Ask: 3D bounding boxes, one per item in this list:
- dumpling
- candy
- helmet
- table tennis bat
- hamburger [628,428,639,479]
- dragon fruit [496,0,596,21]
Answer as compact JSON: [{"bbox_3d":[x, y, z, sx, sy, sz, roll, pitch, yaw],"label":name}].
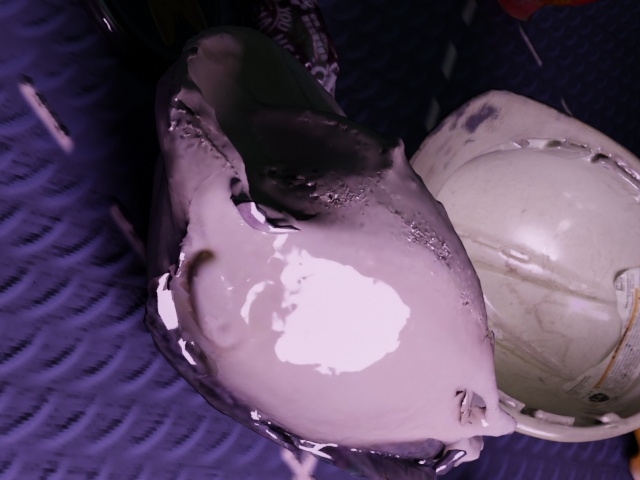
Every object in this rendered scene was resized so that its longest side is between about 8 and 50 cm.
[{"bbox_3d":[-0.010,0.014,0.900,0.293,0.163,0.204,45,1,-37],"label":"dumpling"},{"bbox_3d":[-0.019,-0.139,1.077,0.094,0.051,0.226,0,71,-65],"label":"candy"},{"bbox_3d":[0.125,0.019,1.140,0.257,0.137,0.204,38,75,-21],"label":"helmet"},{"bbox_3d":[-0.120,-0.201,0.964,0.150,0.027,0.236,-32,102,-63],"label":"table tennis bat"},{"bbox_3d":[0.340,0.114,1.411,0.261,0.186,0.302,-64,137,-54],"label":"hamburger"},{"bbox_3d":[0.222,-0.320,1.505,0.269,0.198,0.200,-54,143,-39],"label":"dragon fruit"}]
